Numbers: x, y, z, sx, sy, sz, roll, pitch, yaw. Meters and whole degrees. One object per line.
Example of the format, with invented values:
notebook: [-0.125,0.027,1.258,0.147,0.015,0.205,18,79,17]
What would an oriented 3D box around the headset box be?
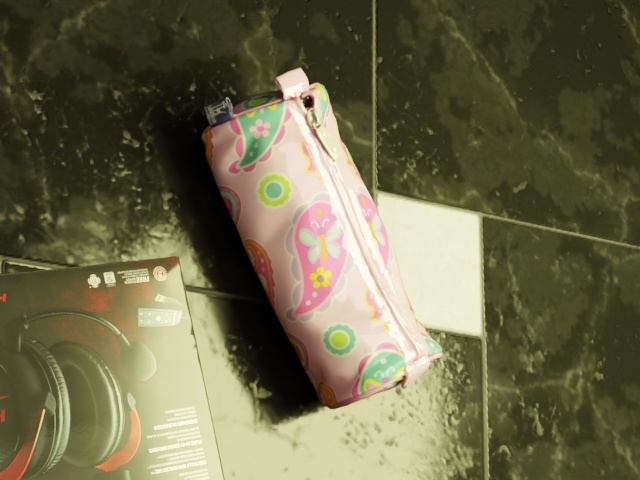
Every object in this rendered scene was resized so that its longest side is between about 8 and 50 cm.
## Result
headset box: [-0.189,0.172,1.153,0.218,0.110,0.293,-5,78,-35]

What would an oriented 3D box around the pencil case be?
pencil case: [0.000,0.000,1.370,0.124,0.124,0.284,-23,90,-36]
